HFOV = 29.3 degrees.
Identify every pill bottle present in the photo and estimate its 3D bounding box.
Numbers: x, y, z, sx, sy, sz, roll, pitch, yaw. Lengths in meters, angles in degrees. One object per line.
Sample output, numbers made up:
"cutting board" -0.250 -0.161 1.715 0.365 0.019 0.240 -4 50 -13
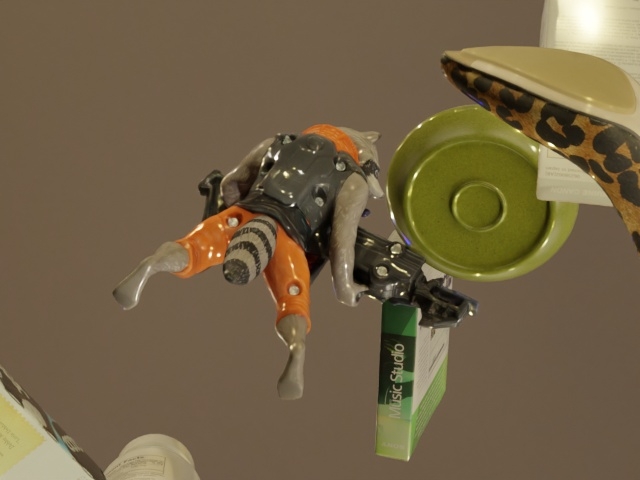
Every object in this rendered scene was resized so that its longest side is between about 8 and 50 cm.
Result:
"pill bottle" -0.204 0.320 1.448 0.229 0.131 0.131 -105 -174 -76

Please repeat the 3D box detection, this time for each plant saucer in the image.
"plant saucer" 0.196 -0.048 1.507 0.241 0.037 0.241 6 -62 11

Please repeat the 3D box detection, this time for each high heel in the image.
"high heel" 0.187 -0.023 0.843 0.261 0.093 0.186 22 -54 11

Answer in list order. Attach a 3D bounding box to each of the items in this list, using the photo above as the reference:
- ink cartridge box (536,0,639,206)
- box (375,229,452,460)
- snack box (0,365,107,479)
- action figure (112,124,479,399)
"ink cartridge box" 0.282 -0.117 1.059 0.066 0.189 0.232 79 18 -66
"box" 0.138 0.119 1.754 0.058 0.232 0.322 6 -70 17
"snack box" -0.333 0.173 1.010 0.060 0.187 0.322 46 -10 51
"action figure" 0.000 0.000 1.251 0.341 0.330 0.178 20 -43 11
